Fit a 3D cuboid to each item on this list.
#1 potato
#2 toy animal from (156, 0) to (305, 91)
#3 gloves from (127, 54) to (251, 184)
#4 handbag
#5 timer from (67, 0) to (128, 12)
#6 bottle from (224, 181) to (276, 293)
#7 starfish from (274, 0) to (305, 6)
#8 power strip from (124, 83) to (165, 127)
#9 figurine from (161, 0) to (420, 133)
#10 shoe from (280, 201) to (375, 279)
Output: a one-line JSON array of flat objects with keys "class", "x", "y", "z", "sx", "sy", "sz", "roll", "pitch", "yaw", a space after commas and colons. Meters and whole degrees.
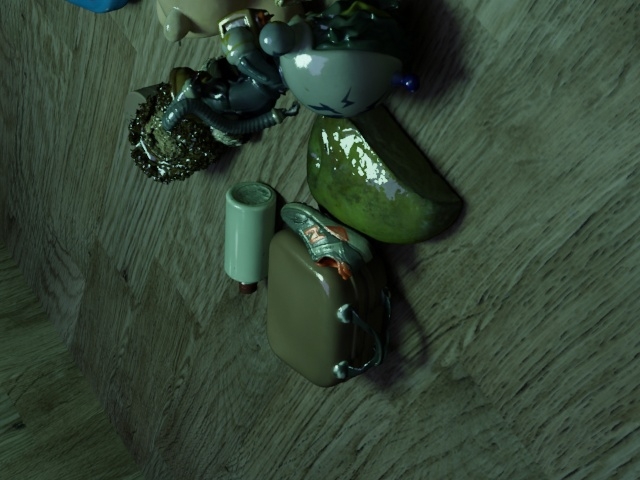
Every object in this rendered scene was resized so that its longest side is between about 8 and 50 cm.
[{"class": "potato", "x": 0.101, "y": -0.093, "z": 1.453, "sx": 0.255, "sy": 0.112, "sz": 0.269, "roll": 33, "pitch": 136, "yaw": 38}, {"class": "toy animal", "x": -0.183, "y": -0.413, "z": 1.518, "sx": 0.277, "sy": 0.247, "sz": 0.345, "roll": 18, "pitch": 124, "yaw": 50}, {"class": "gloves", "x": -0.263, "y": -0.231, "z": 1.834, "sx": 0.312, "sy": 0.135, "sz": 0.210, "roll": -17, "pitch": 118, "yaw": 36}, {"class": "handbag", "x": 0.027, "y": 0.132, "z": 1.658, "sx": 0.283, "sy": 0.149, "sz": 0.302, "roll": 37, "pitch": 135, "yaw": 39}, {"class": "timer", "x": -0.509, "y": -0.659, "z": 1.933, "sx": 0.340, "sy": 0.115, "sz": 0.309, "roll": 29, "pitch": 133, "yaw": 42}, {"class": "bottle", "x": -0.145, "y": 0.006, "z": 1.851, "sx": 0.104, "sy": 0.104, "sz": 0.245, "roll": 37, "pitch": 136, "yaw": 36}, {"class": "starfish", "x": 0.047, "y": -0.386, "z": 1.273, "sx": 0.295, "sy": 0.231, "sz": 0.048, "roll": -9, "pitch": 123, "yaw": 36}, {"class": "power strip", "x": -0.367, "y": -0.266, "z": 2.013, "sx": 0.154, "sy": 0.078, "sz": 0.154, "roll": 30, "pitch": 131, "yaw": 41}, {"class": "figurine", "x": -0.038, "y": -0.267, "z": 1.364, "sx": 0.382, "sy": 0.261, "sz": 0.186, "roll": -6, "pitch": 105, "yaw": 23}, {"class": "shoe", "x": -0.001, "y": -0.001, "z": 1.536, "sx": 0.194, "sy": 0.077, "sz": 0.074, "roll": 29, "pitch": 166, "yaw": 27}]
